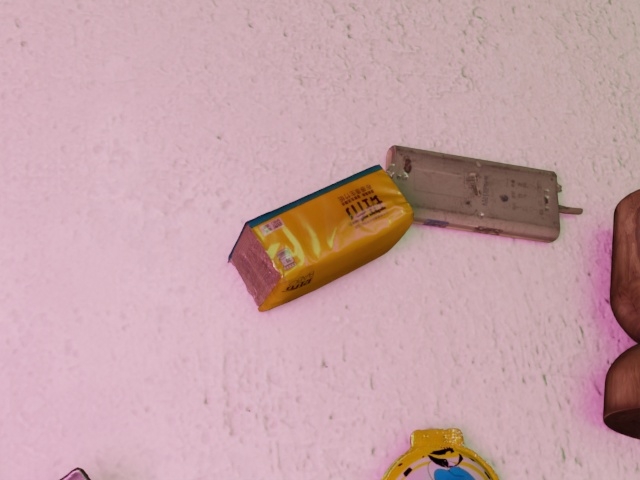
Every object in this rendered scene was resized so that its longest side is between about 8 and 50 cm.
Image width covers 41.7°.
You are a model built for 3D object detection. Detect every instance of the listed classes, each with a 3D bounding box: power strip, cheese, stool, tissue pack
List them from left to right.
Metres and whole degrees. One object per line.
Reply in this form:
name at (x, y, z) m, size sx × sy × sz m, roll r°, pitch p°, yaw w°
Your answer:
tissue pack at (0.000, 0.000, 0.886) m, size 0.169 × 0.120 × 0.082 m, roll -25°, pitch 78°, yaw -25°
cheese at (0.123, 0.316, 0.840) m, size 0.156 × 0.064 × 0.250 m, roll 2°, pitch 82°, yaw -16°
power strip at (0.200, -0.053, 1.015) m, size 0.267 × 0.034 × 0.092 m, roll 7°, pitch 68°, yaw -15°
stool at (0.420, 0.085, 0.954) m, size 0.179 × 0.179 × 0.264 m, roll 16°, pitch 67°, yaw -11°

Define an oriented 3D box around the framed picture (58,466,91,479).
framed picture at (-0.266, 0.385, 0.659) m, size 0.347 × 0.016 × 0.265 m, roll -34°, pitch 91°, yaw -11°
